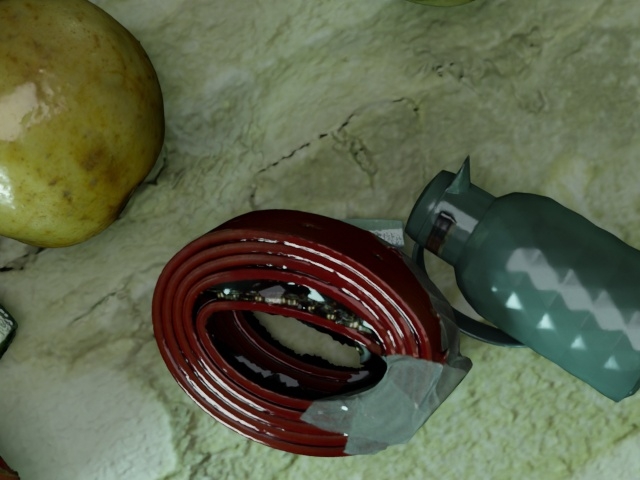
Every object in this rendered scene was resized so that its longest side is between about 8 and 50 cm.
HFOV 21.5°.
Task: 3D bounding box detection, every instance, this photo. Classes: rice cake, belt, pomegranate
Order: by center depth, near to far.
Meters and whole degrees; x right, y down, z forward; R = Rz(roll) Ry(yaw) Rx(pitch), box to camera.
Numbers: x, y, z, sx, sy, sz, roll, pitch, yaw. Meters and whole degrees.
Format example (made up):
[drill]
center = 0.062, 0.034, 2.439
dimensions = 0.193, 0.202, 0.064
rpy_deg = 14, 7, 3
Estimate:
[pomegranate]
center = -0.285, -0.127, 1.701
dimensions = 0.260, 0.260, 0.261
rpy_deg = 0, 90, 6
[belt]
center = -0.007, 0.098, 1.709
dimensions = 0.323, 0.115, 0.227
rpy_deg = 22, 109, 12
[rice cake]
center = 0.000, 0.000, 1.775
dimensions = 0.180, 0.030, 0.042
rpy_deg = -3, 86, 6

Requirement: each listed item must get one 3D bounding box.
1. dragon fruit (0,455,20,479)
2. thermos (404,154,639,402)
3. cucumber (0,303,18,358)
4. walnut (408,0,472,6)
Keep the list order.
[dragon fruit]
center = -0.457, 0.271, 1.704
dimensions = 0.277, 0.277, 0.342
rpy_deg = -42, 109, 5
[thermos]
center = 0.216, 0.042, 1.708
dimensions = 0.286, 0.145, 0.182
rpy_deg = 31, 127, 7
[cucumber]
center = -0.388, 0.101, 1.800
dimensions = 0.116, 0.062, 0.115
rpy_deg = -42, 87, -9
[walnut]
center = 0.108, -0.375, 1.667
dimensions = 0.283, 0.227, 0.283
rpy_deg = -1, 89, 48
